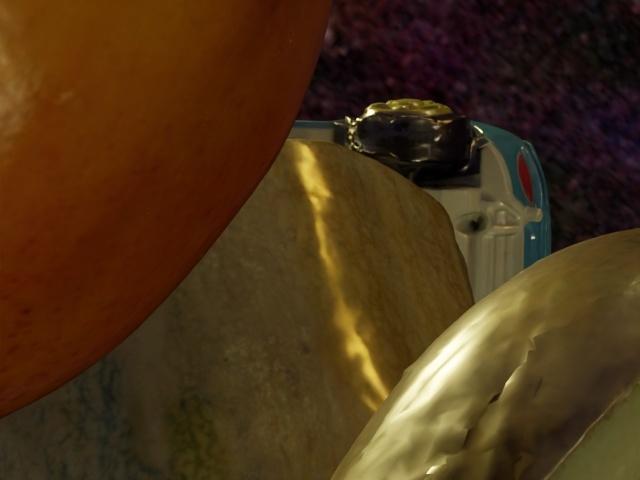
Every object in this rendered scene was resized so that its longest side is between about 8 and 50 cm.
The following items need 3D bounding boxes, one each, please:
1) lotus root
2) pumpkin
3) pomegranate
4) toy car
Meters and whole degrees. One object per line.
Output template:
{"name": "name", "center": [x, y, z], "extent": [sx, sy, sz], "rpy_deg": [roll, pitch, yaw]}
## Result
{"name": "lotus root", "center": [0.089, 0.105, 0.612], "extent": [0.149, 0.267, 0.260], "rpy_deg": [31, 90, 47]}
{"name": "pumpkin", "center": [-0.046, 0.130, 0.886], "extent": [0.332, 0.332, 0.199], "rpy_deg": [-40, 49, 15]}
{"name": "pomegranate", "center": [-0.122, -0.084, 0.452], "extent": [0.264, 0.264, 0.264], "rpy_deg": [-14, 63, 30]}
{"name": "toy car", "center": [0.000, 0.000, 1.161], "extent": [0.314, 0.166, 0.198], "rpy_deg": [5, 99, 31]}
